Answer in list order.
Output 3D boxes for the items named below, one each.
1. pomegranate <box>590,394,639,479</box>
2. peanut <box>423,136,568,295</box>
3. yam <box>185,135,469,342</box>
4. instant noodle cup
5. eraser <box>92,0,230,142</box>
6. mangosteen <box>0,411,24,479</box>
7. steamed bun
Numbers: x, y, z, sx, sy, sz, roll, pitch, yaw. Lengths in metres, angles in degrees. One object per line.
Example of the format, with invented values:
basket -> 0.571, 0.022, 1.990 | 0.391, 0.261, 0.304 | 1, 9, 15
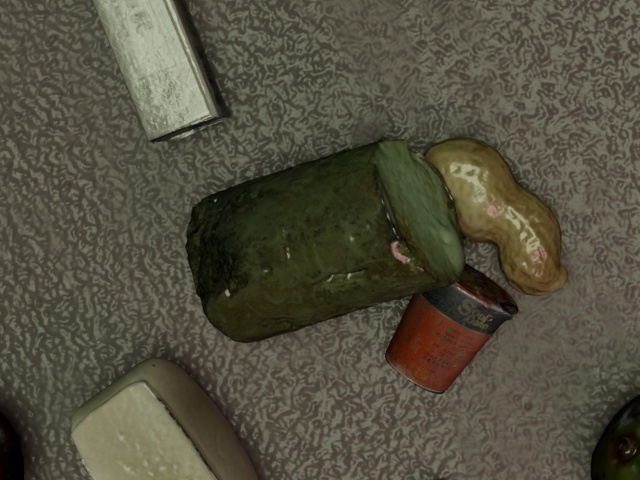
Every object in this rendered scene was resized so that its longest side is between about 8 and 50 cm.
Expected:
pomegranate -> 0.428, 0.276, 1.602 | 0.248, 0.202, 0.202 | 31, 98, -27
peanut -> 0.210, -0.030, 1.646 | 0.228, 0.085, 0.104 | 45, 107, 1
yam -> 0.000, 0.000, 1.595 | 0.300, 0.195, 0.195 | -17, 92, 30
instant noodle cup -> 0.146, 0.102, 1.652 | 0.127, 0.127, 0.136 | 32, 105, 4
eraser -> -0.229, -0.318, 1.671 | 0.096, 0.098, 0.404 | -22, 91, 8
mangosteen -> -0.476, 0.287, 1.688 | 0.216, 0.216, 0.216 | 0, 94, 7
steamed bun -> -0.177, 0.266, 1.672 | 0.146, 0.164, 0.242 | -35, 91, 9
